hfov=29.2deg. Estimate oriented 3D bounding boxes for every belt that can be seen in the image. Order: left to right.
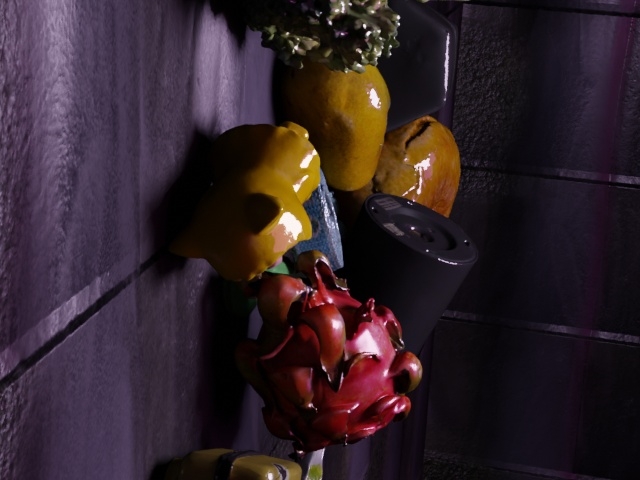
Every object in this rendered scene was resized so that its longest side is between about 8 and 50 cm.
[{"bbox_3d":[-0.019,-0.030,1.789,0.147,0.082,0.163,3,75,-87],"label":"belt"}]

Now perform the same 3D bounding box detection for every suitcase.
[{"bbox_3d":[-0.114,0.350,1.493,0.235,0.143,0.194,39,60,-76],"label":"suitcase"}]

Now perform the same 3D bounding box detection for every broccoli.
[{"bbox_3d":[0.024,-0.338,1.457,0.338,0.317,0.277,17,87,-52],"label":"broccoli"}]

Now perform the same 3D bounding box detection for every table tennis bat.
[{"bbox_3d":[-0.084,0.031,1.695,0.257,0.039,0.161,26,77,-73],"label":"table tennis bat"}]

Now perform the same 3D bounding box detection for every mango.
[{"bbox_3d":[0.023,-0.179,1.795,0.130,0.167,0.262,-56,158,-34],"label":"mango"}]

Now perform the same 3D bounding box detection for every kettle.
[{"bbox_3d":[0.106,0.092,2.049,0.308,0.203,0.262,-64,-179,23],"label":"kettle"}]

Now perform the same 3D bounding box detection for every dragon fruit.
[{"bbox_3d":[0.004,0.153,1.632,0.243,0.227,0.307,57,-5,19],"label":"dragon fruit"}]

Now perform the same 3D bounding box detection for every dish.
[{"bbox_3d":[-0.025,0.402,2.161,0.091,0.039,0.137,61,37,-62],"label":"dish"}]

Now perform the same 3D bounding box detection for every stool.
[{"bbox_3d":[0.110,-0.292,1.974,0.141,0.232,0.232,-53,148,-69],"label":"stool"}]

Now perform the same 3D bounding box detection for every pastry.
[{"bbox_3d":[0.140,-0.062,2.227,0.356,0.163,0.356,-38,137,-47],"label":"pastry"}]

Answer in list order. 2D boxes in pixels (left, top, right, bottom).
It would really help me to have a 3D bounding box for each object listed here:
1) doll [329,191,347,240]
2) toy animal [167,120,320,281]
[{"bbox_3d":[0.000,0.000,1.997,0.158,0.059,0.159,-10,105,-75],"label":"doll"},{"bbox_3d":[-0.075,-0.056,1.425,0.230,0.156,0.156,-73,165,-51],"label":"toy animal"}]
